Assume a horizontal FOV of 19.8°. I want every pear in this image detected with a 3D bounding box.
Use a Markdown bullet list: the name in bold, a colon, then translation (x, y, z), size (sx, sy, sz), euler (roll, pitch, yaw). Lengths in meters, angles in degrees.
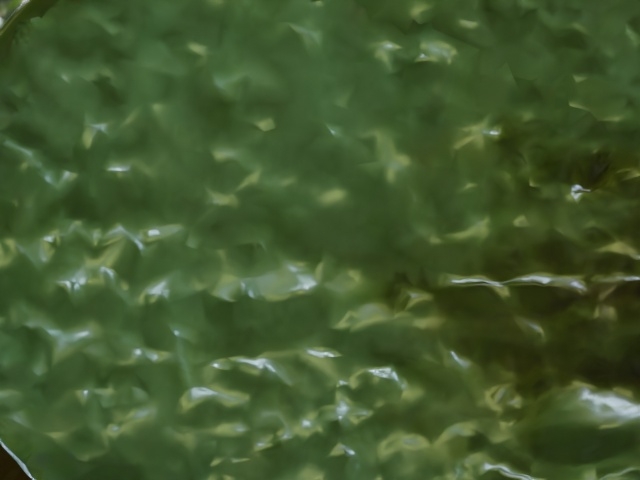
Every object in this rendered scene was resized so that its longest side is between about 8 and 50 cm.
- **pear**: translation (0.000, -0.005, 0.573), size (0.239, 0.288, 0.139), euler (4, -150, -11)

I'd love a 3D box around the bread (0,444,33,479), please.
- **bread**: translation (-0.230, 0.039, 0.848), size (0.279, 0.225, 0.250), euler (41, -134, 8)
